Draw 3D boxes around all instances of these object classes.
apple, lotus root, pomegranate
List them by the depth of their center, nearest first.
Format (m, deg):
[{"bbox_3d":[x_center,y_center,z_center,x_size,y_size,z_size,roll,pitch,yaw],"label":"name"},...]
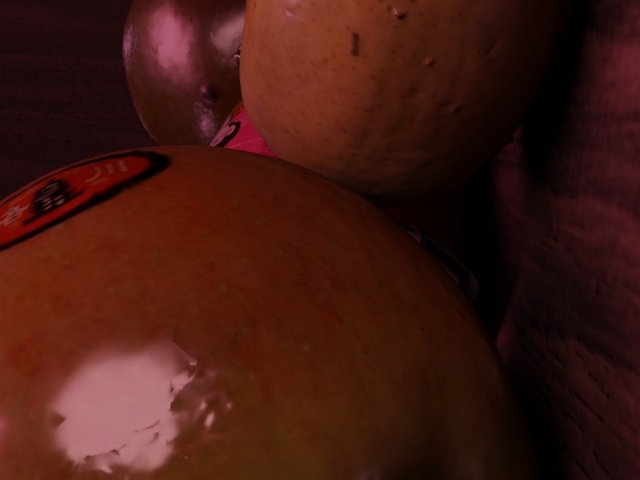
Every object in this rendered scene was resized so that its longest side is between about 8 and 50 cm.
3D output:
[{"bbox_3d":[-0.055,0.126,0.610,0.305,0.339,0.338,33,121,59],"label":"apple"},{"bbox_3d":[0.048,-0.138,0.639,0.310,0.183,0.182,104,170,-60],"label":"lotus root"},{"bbox_3d":[-0.022,-0.147,1.175,0.290,0.291,0.323,-88,-20,-49],"label":"pomegranate"}]

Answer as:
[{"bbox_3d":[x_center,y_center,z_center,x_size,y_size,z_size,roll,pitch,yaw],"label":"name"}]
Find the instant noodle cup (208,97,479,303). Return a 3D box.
[{"bbox_3d":[0.000,0.000,0.894,0.258,0.302,0.181,47,-136,-30],"label":"instant noodle cup"}]
